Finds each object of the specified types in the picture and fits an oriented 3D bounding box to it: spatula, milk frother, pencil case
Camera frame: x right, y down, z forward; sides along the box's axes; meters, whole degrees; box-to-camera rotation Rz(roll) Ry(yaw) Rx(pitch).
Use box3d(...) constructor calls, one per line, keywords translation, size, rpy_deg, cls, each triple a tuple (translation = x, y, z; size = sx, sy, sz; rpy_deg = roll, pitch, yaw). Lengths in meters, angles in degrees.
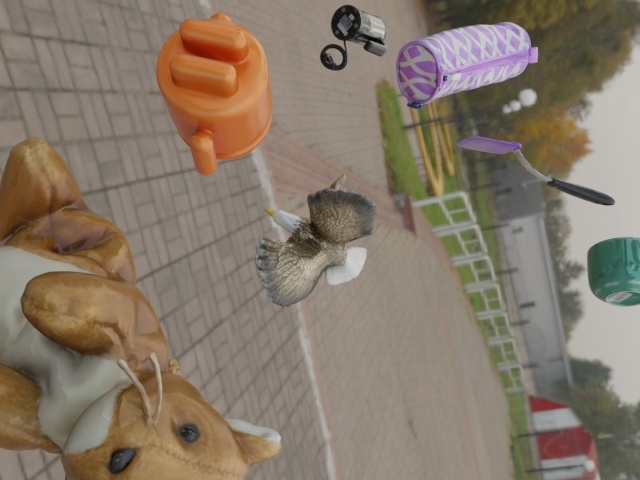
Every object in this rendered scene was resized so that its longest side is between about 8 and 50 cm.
box3d(translation=(0.364, -0.115, 1.236), size=(0.030, 0.296, 0.084), rpy_deg=(-68, -168, -8), cls="spatula")
box3d(translation=(0.078, -0.487, 1.822), size=(0.134, 0.143, 0.129), rpy_deg=(-5, 74, -57), cls="milk frother")
box3d(translation=(0.194, -0.241, 0.995), size=(0.206, 0.088, 0.086), rpy_deg=(-24, 117, -35), cls="pencil case")

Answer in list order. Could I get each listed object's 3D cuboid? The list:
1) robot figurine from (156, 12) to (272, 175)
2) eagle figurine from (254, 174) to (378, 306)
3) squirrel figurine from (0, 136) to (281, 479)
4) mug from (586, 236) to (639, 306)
box3d(translation=(-0.119, -0.175, 0.879), size=(0.158, 0.128, 0.219), rpy_deg=(63, -8, 13), cls="robot figurine")
box3d(translation=(-0.011, -0.002, 1.413), size=(0.298, 0.225, 0.227), rpy_deg=(-113, -159, -79), cls="eagle figurine")
box3d(translation=(-0.211, 0.165, 0.769), size=(0.281, 0.370, 0.397), rpy_deg=(-48, 155, -18), cls="squirrel figurine")
box3d(translation=(0.574, 0.071, 1.398), size=(0.157, 0.129, 0.098), rpy_deg=(39, 49, -46), cls="mug")
